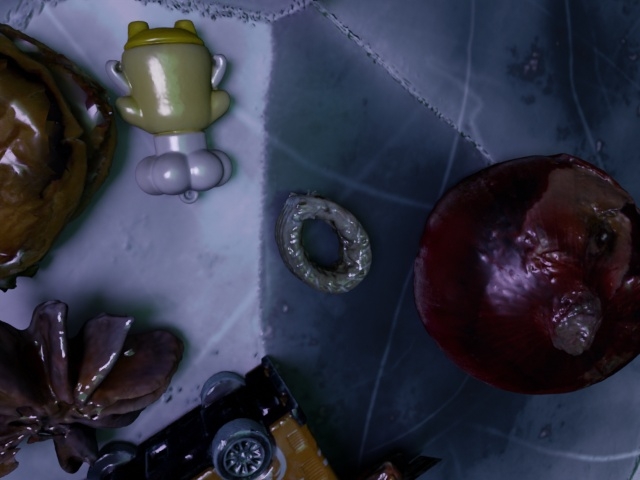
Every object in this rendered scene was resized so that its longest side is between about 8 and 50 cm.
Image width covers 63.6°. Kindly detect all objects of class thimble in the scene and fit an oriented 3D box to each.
[{"bbox_3d":[0.000,0.000,0.526,0.084,0.062,0.110,-32,106,-11],"label":"thimble"}]

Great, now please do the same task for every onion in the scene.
[{"bbox_3d":[0.237,0.044,0.537,0.271,0.195,0.272,0,100,-3],"label":"onion"}]

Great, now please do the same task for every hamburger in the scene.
[{"bbox_3d":[-0.273,-0.071,0.401,0.183,0.130,0.206,36,89,-16],"label":"hamburger"}]

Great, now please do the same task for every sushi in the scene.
[{"bbox_3d":[0.031,0.278,0.557,0.201,0.139,0.031,-31,72,-11],"label":"sushi"}]

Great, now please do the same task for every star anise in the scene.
[{"bbox_3d":[-0.227,0.128,0.443,0.236,0.093,0.229,-15,134,-28],"label":"star anise"}]

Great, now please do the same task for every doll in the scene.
[{"bbox_3d":[-0.132,-0.114,0.470,0.106,0.062,0.163,-10,99,-19],"label":"doll"}]

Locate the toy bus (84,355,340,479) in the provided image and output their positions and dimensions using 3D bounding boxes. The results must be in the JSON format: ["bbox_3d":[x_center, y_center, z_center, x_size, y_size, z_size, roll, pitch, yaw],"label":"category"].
[{"bbox_3d":[-0.123,0.259,0.491,0.275,0.138,0.167,-31,107,-13],"label":"toy bus"}]
